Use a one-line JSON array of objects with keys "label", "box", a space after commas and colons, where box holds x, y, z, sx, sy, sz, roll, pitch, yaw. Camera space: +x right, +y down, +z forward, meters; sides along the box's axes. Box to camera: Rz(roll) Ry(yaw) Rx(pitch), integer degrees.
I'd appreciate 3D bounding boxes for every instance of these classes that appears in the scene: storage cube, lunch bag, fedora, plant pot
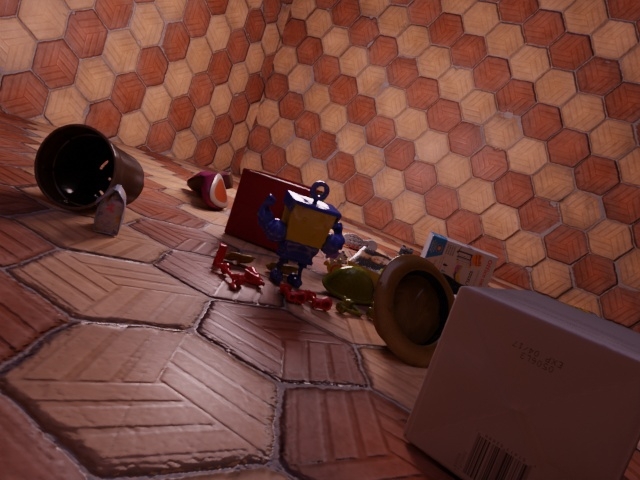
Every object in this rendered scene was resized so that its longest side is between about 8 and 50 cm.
[{"label": "storage cube", "box": [-0.123, -0.080, 1.229, 0.193, 0.184, 0.215, 19, 8, 7]}, {"label": "lunch bag", "box": [-0.382, -0.059, 0.808, 0.053, 0.083, 0.071, 16, 9, -25]}, {"label": "fedora", "box": [0.147, 0.119, 0.746, 0.194, 0.195, 0.079, 15, -27, -29]}, {"label": "plant pot", "box": [-0.465, -0.140, 0.934, 0.166, 0.167, 0.165, 20, 0, 5]}]

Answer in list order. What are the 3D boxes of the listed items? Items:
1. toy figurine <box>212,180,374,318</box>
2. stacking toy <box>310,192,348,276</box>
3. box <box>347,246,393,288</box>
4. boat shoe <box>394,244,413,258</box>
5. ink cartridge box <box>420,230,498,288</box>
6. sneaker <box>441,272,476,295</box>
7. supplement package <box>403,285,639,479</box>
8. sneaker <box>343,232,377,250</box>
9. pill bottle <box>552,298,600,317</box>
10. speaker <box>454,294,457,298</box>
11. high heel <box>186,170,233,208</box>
[{"label": "toy figurine", "box": [0.000, 0.000, 0.861, 0.362, 0.218, 0.191, 16, 9, -22]}, {"label": "stacking toy", "box": [0.025, -0.020, 1.150, 0.052, 0.221, 0.167, -13, 5, 7]}, {"label": "box", "box": [0.185, 0.096, 1.130, 0.232, 0.058, 0.087, 24, 40, 26]}, {"label": "boat shoe", "box": [0.333, 0.060, 1.749, 0.065, 0.083, 0.183, 21, 8, 6]}, {"label": "ink cartridge box", "box": [0.476, 0.090, 1.581, 0.232, 0.171, 0.168, 20, 8, 7]}, {"label": "sneaker", "box": [0.393, 0.164, 1.310, 0.234, 0.084, 0.097, 22, -16, 6]}, {"label": "supplement package", "box": [0.260, 0.167, 0.507, 0.177, 0.176, 0.292, 24, 9, 38]}, {"label": "sneaker", "box": [0.146, 0.017, 1.758, 0.157, 0.061, 0.065, 18, -19, -20]}, {"label": "pill bottle", "box": [0.751, 0.255, 1.325, 0.214, 0.117, 0.117, 17, 8, -17]}, {"label": "speaker", "box": [0.366, 0.166, 1.102, 0.136, 0.055, 0.055, 7, 5, 14]}, {"label": "high heel", "box": [-0.421, -0.174, 1.582, 0.181, 0.127, 0.377, -9, 14, 0]}]
